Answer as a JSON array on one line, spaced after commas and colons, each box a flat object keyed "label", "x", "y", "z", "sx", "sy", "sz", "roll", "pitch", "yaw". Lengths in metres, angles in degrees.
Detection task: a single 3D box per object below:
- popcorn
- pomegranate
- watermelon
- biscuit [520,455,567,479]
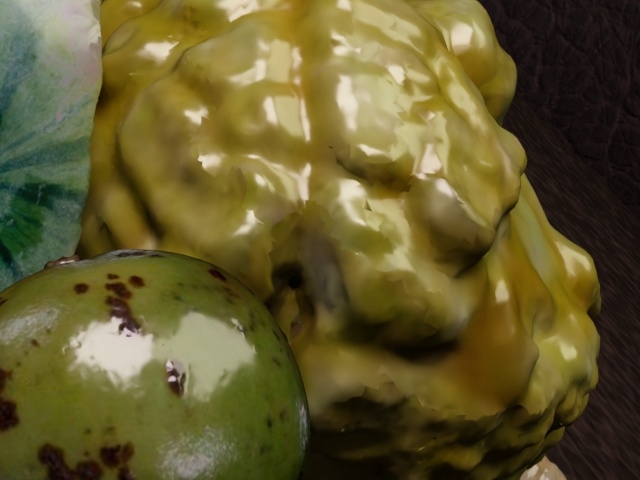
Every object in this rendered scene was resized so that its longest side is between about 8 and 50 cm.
[{"label": "popcorn", "x": 0.000, "y": 0.000, "z": 0.628, "sx": 0.256, "sy": 0.195, "sz": 0.255, "roll": 45, "pitch": 24, "yaw": -5}, {"label": "pomegranate", "x": -0.053, "y": 0.072, "z": 0.442, "sx": 0.114, "sy": 0.114, "sz": 0.142, "roll": 12, "pitch": 62, "yaw": -66}, {"label": "watermelon", "x": -0.170, "y": -0.087, "z": 0.554, "sx": 0.146, "sy": 0.128, "sz": 0.231, "roll": 8, "pitch": 40, "yaw": -41}, {"label": "biscuit", "x": 0.054, "y": 0.082, "z": 0.806, "sx": 0.219, "sy": 0.055, "sz": 0.061, "roll": 45, "pitch": 20, "yaw": -2}]
